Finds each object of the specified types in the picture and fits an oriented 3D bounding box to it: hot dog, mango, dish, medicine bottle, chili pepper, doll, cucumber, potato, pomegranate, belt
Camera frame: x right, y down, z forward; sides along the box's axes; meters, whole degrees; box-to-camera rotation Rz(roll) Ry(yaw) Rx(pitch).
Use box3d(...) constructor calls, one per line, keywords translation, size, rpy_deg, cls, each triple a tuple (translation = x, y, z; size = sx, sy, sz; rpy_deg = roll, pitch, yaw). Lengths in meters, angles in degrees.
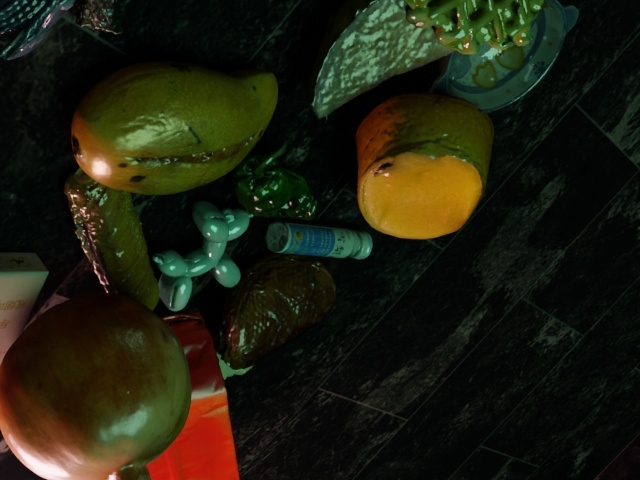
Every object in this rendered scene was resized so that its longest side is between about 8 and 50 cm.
box3d(translation=(-0.267, 0.010, 1.638), size=(0.083, 0.068, 0.289), rpy_deg=(-32, 142, -17), cls="hot dog")
box3d(translation=(-0.168, -0.139, 1.529), size=(0.295, 0.120, 0.177), rpy_deg=(-9, 133, -38), cls="mango")
box3d(translation=(0.246, -0.298, 1.776), size=(0.236, 0.086, 0.228), rpy_deg=(-15, 137, -28), cls="dish")
box3d(translation=(0.000, 0.000, 1.892), size=(0.191, 0.051, 0.051), rpy_deg=(7, 123, -45), cls="medicine bottle")
box3d(translation=(-0.063, -0.069, 1.703), size=(0.100, 0.074, 0.257), rpy_deg=(-13, 172, 10), cls="chili pepper")
box3d(translation=(-0.161, 0.013, 1.748), size=(0.159, 0.059, 0.158), rpy_deg=(-26, 142, -18), cls="doll")
box3d(translation=(-0.225, -0.321, 1.345), size=(0.058, 0.052, 0.214), rpy_deg=(-35, 150, -48), cls="cucumber")
box3d(translation=(0.067, -0.275, 1.629), size=(0.243, 0.098, 0.138), rpy_deg=(-26, 132, -4), cls="potato")
box3d(translation=(-0.283, 0.210, 1.605), size=(0.252, 0.270, 0.229), rpy_deg=(-30, 157, -6), cls="pomegranate")
box3d(translation=(-0.076, 0.109, 1.875), size=(0.227, 0.099, 0.160), rpy_deg=(-29, 135, -46), cls="hot dog")
box3d(translation=(-0.278, -0.299, 1.260), size=(0.218, 0.122, 0.128), rpy_deg=(-45, -171, 13), cls="belt")

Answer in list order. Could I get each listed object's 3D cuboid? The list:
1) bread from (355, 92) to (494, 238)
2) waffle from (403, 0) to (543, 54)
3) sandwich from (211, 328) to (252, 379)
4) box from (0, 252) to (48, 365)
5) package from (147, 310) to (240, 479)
box3d(translation=(0.144, -0.110, 1.779), size=(0.195, 0.142, 0.269), rpy_deg=(7, 152, -3), cls="bread")
box3d(translation=(0.203, -0.393, 1.549), size=(0.297, 0.073, 0.317), rpy_deg=(13, 91, -42), cls="waffle")
box3d(translation=(-0.151, 0.189, 1.961), size=(0.093, 0.035, 0.105), rpy_deg=(-47, 143, 8), cls="sandwich")
box3d(translation=(-0.505, 0.170, 1.596), size=(0.205, 0.051, 0.365), rpy_deg=(1, 127, -46), cls="box")
box3d(translation=(-0.233, 0.290, 1.895), size=(0.196, 0.123, 0.423), rpy_deg=(-15, 137, -14), cls="package")
